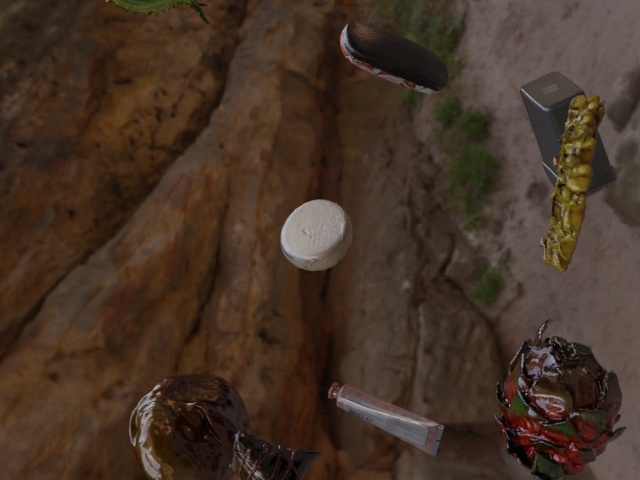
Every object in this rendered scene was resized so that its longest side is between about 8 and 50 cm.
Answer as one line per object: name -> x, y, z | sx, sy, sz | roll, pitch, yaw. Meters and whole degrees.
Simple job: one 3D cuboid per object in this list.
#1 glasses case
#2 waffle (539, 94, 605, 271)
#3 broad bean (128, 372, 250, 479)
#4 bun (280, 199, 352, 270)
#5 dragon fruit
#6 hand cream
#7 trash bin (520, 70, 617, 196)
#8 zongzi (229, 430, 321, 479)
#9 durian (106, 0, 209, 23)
glasses case -> 0.163, -0.395, 1.663 | 0.067, 0.266, 0.103 | -40, 40, 50
waffle -> 0.335, -0.078, 1.025 | 0.229, 0.051, 0.232 | -56, -27, -61
broad bean -> -0.163, 0.245, 0.986 | 0.228, 0.122, 0.156 | -9, -106, -83
bun -> 0.000, 0.000, 1.411 | 0.094, 0.138, 0.138 | 54, -148, -54
dragon fruit -> 0.335, 0.232, 1.077 | 0.189, 0.182, 0.182 | -63, 20, 20
hand cream -> 0.111, 0.301, 1.323 | 0.043, 0.209, 0.067 | -33, -40, -56
trash bin -> 0.478, -0.192, 1.480 | 0.236, 0.101, 0.177 | 61, -169, -25
zongzi -> -0.040, 0.211, 0.669 | 0.073, 0.083, 0.067 | -88, 11, -45
durian -> -0.218, -0.328, 0.926 | 0.215, 0.100, 0.086 | 42, -125, -60
